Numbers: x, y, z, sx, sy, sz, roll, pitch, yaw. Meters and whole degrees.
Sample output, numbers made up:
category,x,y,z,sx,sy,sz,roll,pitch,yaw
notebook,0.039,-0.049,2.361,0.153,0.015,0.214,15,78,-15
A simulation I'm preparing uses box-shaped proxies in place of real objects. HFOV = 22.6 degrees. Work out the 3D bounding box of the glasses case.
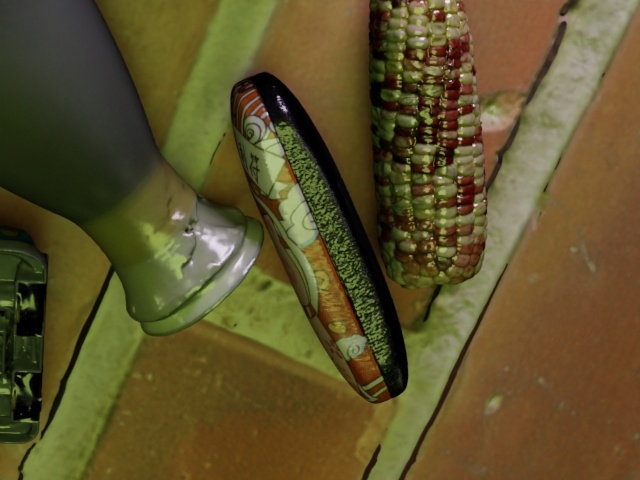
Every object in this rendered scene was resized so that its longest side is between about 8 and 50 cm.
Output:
category,x,y,z,sx,sy,sz,roll,pitch,yaw
glasses case,0.000,0.000,1.195,0.067,0.103,0.267,-25,107,-3

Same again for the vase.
category,x,y,z,sx,sy,sz,roll,pitch,yaw
vase,-0.182,-0.081,1.117,0.173,0.173,0.321,-38,112,4

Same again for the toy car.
category,x,y,z,sx,sy,sz,roll,pitch,yaw
toy car,-0.252,0.061,1.186,0.097,0.100,0.191,3,126,-10

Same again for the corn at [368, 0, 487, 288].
category,x,y,z,sx,sy,sz,roll,pitch,yaw
corn,0.078,-0.087,1.192,0.086,0.086,0.253,-7,105,-6
